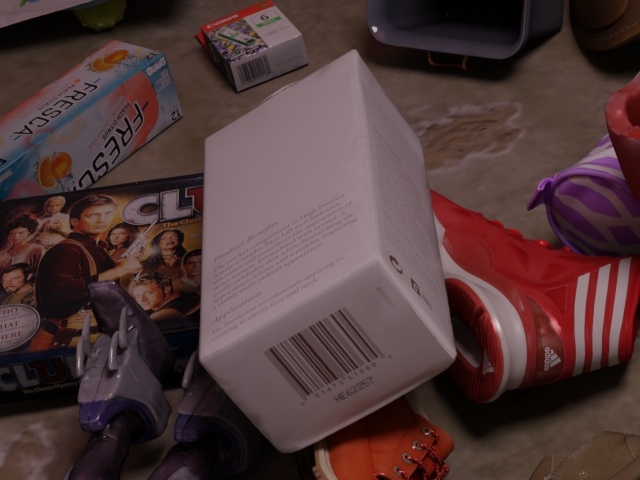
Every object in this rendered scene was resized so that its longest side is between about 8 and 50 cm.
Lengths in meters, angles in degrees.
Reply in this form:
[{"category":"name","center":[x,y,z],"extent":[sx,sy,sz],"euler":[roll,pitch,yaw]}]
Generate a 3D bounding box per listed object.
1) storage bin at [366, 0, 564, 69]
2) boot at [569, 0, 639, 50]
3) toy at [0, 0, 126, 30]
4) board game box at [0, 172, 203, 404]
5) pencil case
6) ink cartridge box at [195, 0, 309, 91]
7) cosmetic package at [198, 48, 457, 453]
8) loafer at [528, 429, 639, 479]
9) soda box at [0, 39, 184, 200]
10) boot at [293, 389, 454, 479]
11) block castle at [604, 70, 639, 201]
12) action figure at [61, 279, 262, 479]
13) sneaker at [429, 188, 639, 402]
[{"category":"storage bin","center":[0.116,-0.178,1.352],"extent":[0.135,0.098,0.091],"euler":[12,15,35]},{"category":"boot","center":[0.309,-0.195,1.268],"extent":[0.220,0.109,0.283],"euler":[-2,-6,-16]},{"category":"toy","center":[-0.195,-0.216,1.549],"extent":[0.237,0.056,0.137],"euler":[-10,38,18]},{"category":"board game box","center":[-0.095,0.022,1.163],"extent":[0.243,0.042,0.165],"euler":[-8,37,5]},{"category":"pencil case","center":[0.216,-0.065,1.139],"extent":[0.088,0.086,0.206],"euler":[35,49,8]},{"category":"ink cartridge box","center":[-0.059,-0.162,1.440],"extent":[0.062,0.029,0.115],"euler":[-23,35,-10]},{"category":"cosmetic package","center":[0.000,0.000,1.023],"extent":[0.117,0.085,0.231],"euler":[-29,29,17]},{"category":"loafer","center":[0.119,0.142,0.917],"extent":[0.148,0.056,0.050],"euler":[-24,33,-29]},{"category":"soda box","center":[-0.188,-0.076,1.343],"extent":[0.063,0.058,0.183],"euler":[19,48,40]},{"category":"boot","center":[0.036,0.128,0.967],"extent":[0.084,0.059,0.158],"euler":[-14,33,-7]},{"category":"block castle","center":[0.412,-0.074,0.964],"extent":[0.453,0.213,0.303],"euler":[-27,36,-17]},{"category":"action figure","center":[-0.111,0.150,0.959],"extent":[0.185,0.099,0.285],"euler":[1,40,15]},{"category":"sneaker","center":[0.117,0.027,1.083],"extent":[0.128,0.087,0.221],"euler":[-3,29,-16]}]
